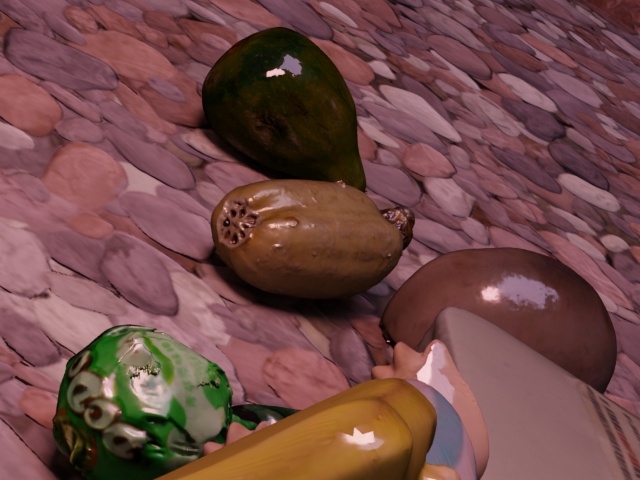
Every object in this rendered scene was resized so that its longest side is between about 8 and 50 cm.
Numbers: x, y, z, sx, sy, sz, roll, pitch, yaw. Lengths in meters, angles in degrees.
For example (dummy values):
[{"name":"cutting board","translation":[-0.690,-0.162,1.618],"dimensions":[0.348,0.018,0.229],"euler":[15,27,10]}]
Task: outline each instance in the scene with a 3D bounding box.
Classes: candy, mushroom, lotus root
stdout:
[{"name":"candy","translation":[-0.029,0.109,1.016],"dimensions":[0.097,0.097,0.323],"euler":[47,19,32]},{"name":"mushroom","translation":[0.149,0.064,1.296],"dimensions":[0.188,0.117,0.141],"euler":[23,35,-33]},{"name":"lotus root","translation":[0.000,0.001,1.255],"dimensions":[0.183,0.077,0.090],"euler":[1,45,-47]}]

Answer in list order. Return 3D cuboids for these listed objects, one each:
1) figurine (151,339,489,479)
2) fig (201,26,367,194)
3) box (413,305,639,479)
[{"name":"figurine","translation":[0.007,0.253,0.642],"dimensions":[0.378,0.266,0.361],"euler":[68,22,3]},{"name":"fig","translation":[-0.012,-0.097,1.427],"dimensions":[0.177,0.117,0.117],"euler":[41,22,-6]},{"name":"box","translation":[0.215,0.225,0.973],"dimensions":[0.396,0.111,0.396],"euler":[33,16,-10]}]
